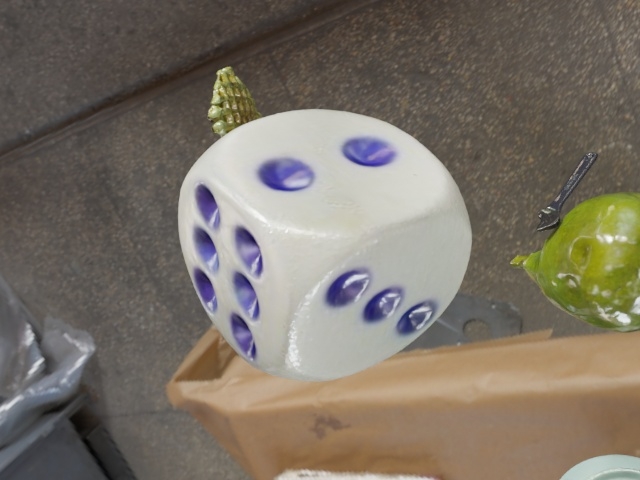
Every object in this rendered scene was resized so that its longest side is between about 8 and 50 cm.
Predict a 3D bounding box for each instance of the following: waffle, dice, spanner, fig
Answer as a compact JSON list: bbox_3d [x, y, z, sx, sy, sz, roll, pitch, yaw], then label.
[{"bbox_3d":[-0.152,-0.225,1.543,0.036,0.183,0.169,-13,138,22],"label":"waffle"},{"bbox_3d":[0.000,0.000,1.147,0.304,0.304,0.277,46,143,37],"label":"dice"},{"bbox_3d":[0.405,-0.081,1.354,0.046,0.208,0.012,4,133,47],"label":"spanner"},{"bbox_3d":[0.451,0.015,1.342,0.233,0.314,0.233,-5,114,-13],"label":"fig"}]

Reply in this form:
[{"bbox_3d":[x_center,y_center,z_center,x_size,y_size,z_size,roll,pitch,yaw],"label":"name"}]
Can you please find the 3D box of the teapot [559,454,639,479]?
[{"bbox_3d":[0.311,0.316,0.846,0.232,0.159,0.159,17,125,20],"label":"teapot"}]
